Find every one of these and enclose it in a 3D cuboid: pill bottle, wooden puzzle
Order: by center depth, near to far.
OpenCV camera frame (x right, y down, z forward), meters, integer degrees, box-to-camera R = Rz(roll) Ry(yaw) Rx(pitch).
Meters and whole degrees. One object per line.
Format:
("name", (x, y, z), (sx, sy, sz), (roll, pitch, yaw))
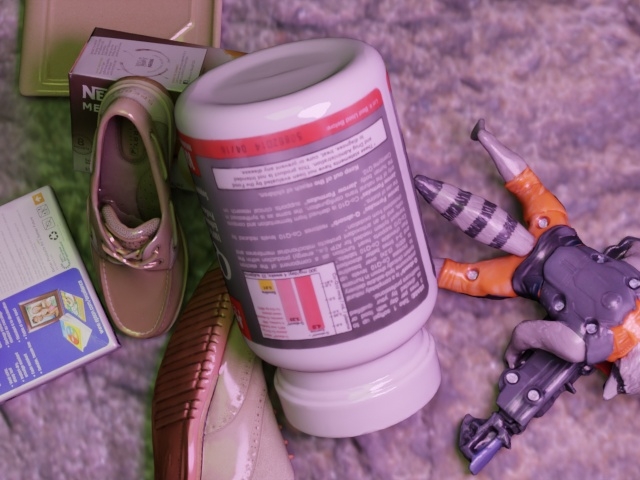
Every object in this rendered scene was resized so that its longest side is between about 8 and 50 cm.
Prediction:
("pill bottle", (0.000, 0.000, 1.456), (0.210, 0.210, 0.363), (-16, 113, -1))
("wooden puzzle", (-0.228, -0.270, 1.701), (0.239, 0.044, 0.221), (0, 78, 7))

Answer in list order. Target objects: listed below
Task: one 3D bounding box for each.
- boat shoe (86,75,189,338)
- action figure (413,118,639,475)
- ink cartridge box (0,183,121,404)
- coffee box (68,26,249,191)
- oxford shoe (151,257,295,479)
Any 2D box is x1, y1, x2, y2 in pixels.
("boat shoe", (-0.199, -0.018, 1.543), (0.109, 0.098, 0.302), (6, 117, 5))
("action figure", (0.220, 0.073, 1.544), (0.330, 0.178, 0.341), (34, 80, 18))
("ink cartridge box", (-0.355, 0.071, 1.627), (0.208, 0.045, 0.206), (-24, 78, -4))
("coffee box", (-0.142, -0.135, 1.601), (0.246, 0.141, 0.098), (11, 42, 4))
("oxford shoe", (-0.099, 0.204, 1.567), (0.146, 0.140, 0.397), (17, 75, -22))
